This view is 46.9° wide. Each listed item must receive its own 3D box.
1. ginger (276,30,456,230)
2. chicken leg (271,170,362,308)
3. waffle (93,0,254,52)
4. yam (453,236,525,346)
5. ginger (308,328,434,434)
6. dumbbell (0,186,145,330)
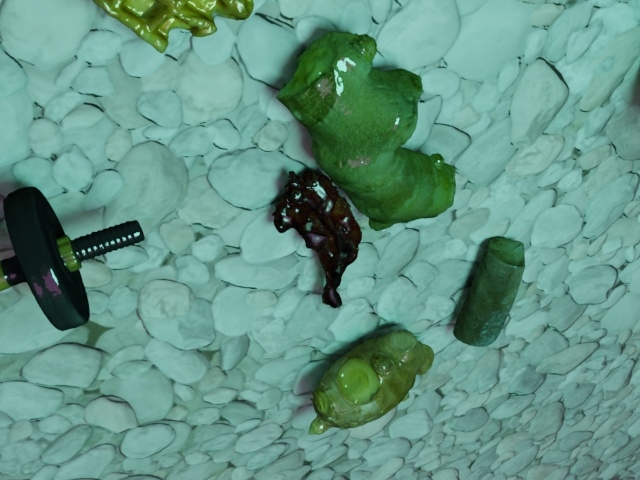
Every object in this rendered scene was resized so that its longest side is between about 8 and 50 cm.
[{"bbox_3d":[0.064,-0.107,0.799,0.137,0.089,0.290,-44,132,-12],"label":"ginger"},{"bbox_3d":[0.005,-0.004,0.883,0.089,0.048,0.219,-27,135,2],"label":"chicken leg"},{"bbox_3d":[-0.128,-0.253,0.595,0.160,0.055,0.211,-43,133,15],"label":"waffle"},{"bbox_3d":[0.247,0.076,1.062,0.068,0.068,0.169,-4,131,-23],"label":"yam"},{"bbox_3d":[0.064,0.209,1.063,0.216,0.102,0.157,-38,158,4],"label":"ginger"},{"bbox_3d":[-0.326,0.041,0.693,0.325,0.143,0.143,-20,134,-9],"label":"dumbbell"}]
